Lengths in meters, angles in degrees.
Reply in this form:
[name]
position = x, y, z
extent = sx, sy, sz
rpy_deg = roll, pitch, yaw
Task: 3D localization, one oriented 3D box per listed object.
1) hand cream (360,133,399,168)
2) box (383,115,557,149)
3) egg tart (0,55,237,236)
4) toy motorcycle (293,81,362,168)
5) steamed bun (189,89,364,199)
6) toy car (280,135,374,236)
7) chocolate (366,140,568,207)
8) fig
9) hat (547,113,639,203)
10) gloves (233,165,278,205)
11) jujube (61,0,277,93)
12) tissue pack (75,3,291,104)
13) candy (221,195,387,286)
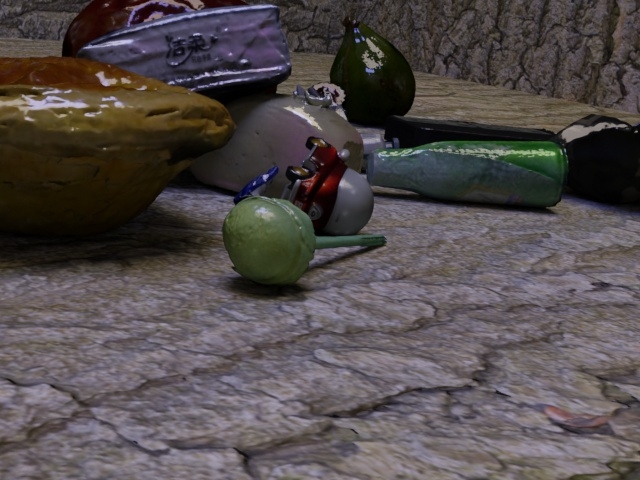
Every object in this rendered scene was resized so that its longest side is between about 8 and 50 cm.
[hand cream]
position = -0.009, -0.145, 1.925
extent = 0.276, 0.059, 0.095
rpy_deg = 0, 15, -2
[box]
position = 0.313, -0.192, 2.278
extent = 0.350, 0.058, 0.211
rpy_deg = 3, 12, -17
[egg tart]
position = -0.321, -0.107, 1.322
extent = 0.443, 0.178, 0.443
rpy_deg = 4, 13, -1
[toy motorcycle]
position = -0.007, -0.168, 1.857
extent = 0.122, 0.080, 0.215
rpy_deg = -3, 50, -9
[steamed bun]
position = -0.058, -0.141, 1.652
extent = 0.239, 0.152, 0.170
rpy_deg = 16, 15, 26
[toy car]
position = 0.010, -0.050, 1.437
extent = 0.112, 0.112, 0.139
rpy_deg = 24, 25, 4
[chocolate]
position = 0.215, -0.103, 1.759
extent = 0.291, 0.110, 0.110
rpy_deg = 1, 14, -10
[fig]
position = 0.109, -0.366, 2.527
extent = 0.195, 0.245, 0.195
rpy_deg = -8, 20, 3
[hat]
position = 0.589, -0.106, 1.933
extent = 0.382, 0.257, 0.366
rpy_deg = 41, -7, -6
[gloves]
position = -0.086, -0.067, 1.534
extent = 0.064, 0.026, 0.086
rpy_deg = -36, 12, 41
[jujube]
position = -0.262, -0.315, 2.071
extent = 0.377, 0.276, 0.276
rpy_deg = 5, 12, -27
[tissue pack]
position = -0.221, -0.242, 1.741
extent = 0.288, 0.124, 0.394
rpy_deg = -17, 4, -13
[candy]
position = 0.000, 0.000, 1.285
extent = 0.093, 0.092, 0.335
rpy_deg = -5, -2, 26
